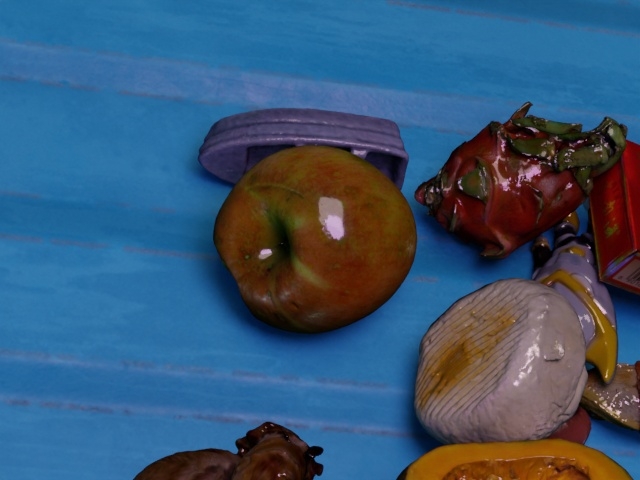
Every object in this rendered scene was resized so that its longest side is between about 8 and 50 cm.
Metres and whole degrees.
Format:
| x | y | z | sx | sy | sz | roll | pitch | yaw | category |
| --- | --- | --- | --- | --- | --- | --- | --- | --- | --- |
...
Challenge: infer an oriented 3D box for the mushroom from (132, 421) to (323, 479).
| x | y | z | sx | sy | sz | roll | pitch | yaw | category |
| --- | --- | --- | --- | --- | --- | --- | --- | --- | --- |
| -0.097 | 0.340 | 1.744 | 0.263 | 0.195 | 0.283 | 39 | 73 | 4 | mushroom |

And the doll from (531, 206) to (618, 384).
| x | y | z | sx | sy | sz | roll | pitch | yaw | category |
| --- | --- | --- | --- | --- | --- | --- | --- | --- | --- |
| 0.336 | 0.078 | 2.085 | 0.145 | 0.103 | 0.316 | 15 | 48 | 6 | doll |

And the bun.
| x | y | z | sx | sy | sz | roll | pitch | yaw | category |
| --- | --- | --- | --- | --- | --- | --- | --- | --- | --- |
| 0.231 | 0.161 | 1.927 | 0.153 | 0.244 | 0.244 | 32 | 47 | -34 | bun |

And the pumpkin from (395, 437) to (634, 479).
| x | y | z | sx | sy | sz | roll | pitch | yaw | category |
| --- | --- | --- | --- | --- | --- | --- | --- | --- | --- |
| 0.230 | 0.342 | 1.769 | 0.317 | 0.139 | 0.222 | 2 | 33 | -11 | pumpkin |

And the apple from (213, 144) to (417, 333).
| x | y | z | sx | sy | sz | roll | pitch | yaw | category |
| --- | --- | --- | --- | --- | --- | --- | --- | --- | --- |
| 0.000 | 0.000 | 2.007 | 0.226 | 0.246 | 0.246 | -5 | 53 | -52 | apple |

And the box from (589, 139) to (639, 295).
| x | y | z | sx | sy | sz | roll | pitch | yaw | category |
| --- | --- | --- | --- | --- | --- | --- | --- | --- | --- |
| 0.519 | 0.003 | 2.132 | 0.313 | 0.089 | 0.197 | 20 | 48 | -23 | box |

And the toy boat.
| x | y | z | sx | sy | sz | roll | pitch | yaw | category |
| --- | --- | --- | --- | --- | --- | --- | --- | --- | --- |
| -0.024 | -0.117 | 2.112 | 0.283 | 0.127 | 0.078 | 4 | 56 | -6 | toy boat |

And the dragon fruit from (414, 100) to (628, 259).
| x | y | z | sx | sy | sz | roll | pitch | yaw | category |
| --- | --- | --- | --- | --- | --- | --- | --- | --- | --- |
| 0.268 | -0.094 | 2.096 | 0.200 | 0.269 | 0.198 | 7 | 57 | -38 | dragon fruit |

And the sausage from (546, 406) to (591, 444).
| x | y | z | sx | sy | sz | roll | pitch | yaw | category |
| --- | --- | --- | --- | --- | --- | --- | --- | --- | --- |
| 0.303 | 0.247 | 1.992 | 0.094 | 0.059 | 0.054 | -19 | 107 | -24 | sausage |

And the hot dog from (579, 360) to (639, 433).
| x | y | z | sx | sy | sz | roll | pitch | yaw | category |
| --- | --- | --- | --- | --- | --- | --- | --- | --- | --- |
| 0.455 | 0.208 | 2.023 | 0.261 | 0.093 | 0.123 | -5 | 17 | 13 | hot dog |
